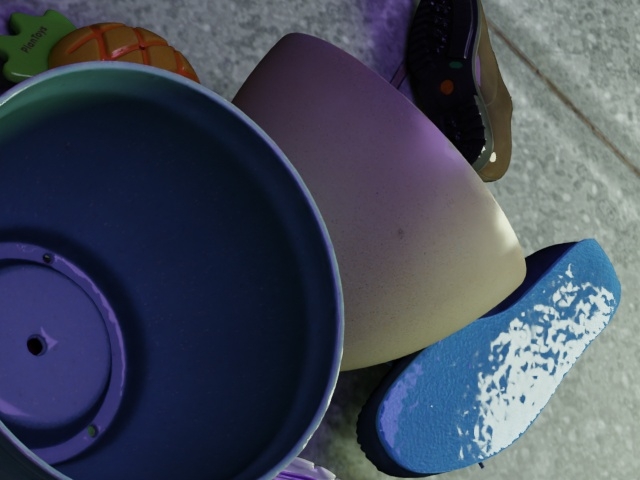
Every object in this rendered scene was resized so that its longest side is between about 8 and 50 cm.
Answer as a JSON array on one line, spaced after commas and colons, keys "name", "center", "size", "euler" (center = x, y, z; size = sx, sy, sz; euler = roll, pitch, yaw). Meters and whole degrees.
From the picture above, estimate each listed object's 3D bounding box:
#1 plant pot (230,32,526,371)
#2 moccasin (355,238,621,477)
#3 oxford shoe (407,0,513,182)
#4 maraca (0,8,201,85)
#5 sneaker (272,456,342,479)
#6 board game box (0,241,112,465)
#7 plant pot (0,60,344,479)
[{"name": "plant pot", "center": [0.000, 0.000, 1.342], "size": [0.191, 0.284, 0.284], "euler": [-45, 102, -12]}, {"name": "moccasin", "center": [0.146, 0.116, 1.483], "size": [0.342, 0.117, 0.137], "euler": [-29, 99, -40]}, {"name": "oxford shoe", "center": [0.143, -0.160, 1.623], "size": [0.096, 0.083, 0.227], "euler": [21, 60, -51]}, {"name": "maraca", "center": [-0.179, -0.133, 1.347], "size": [0.186, 0.099, 0.127], "euler": [26, 36, -3]}, {"name": "sneaker", "center": [-0.048, 0.206, 1.342], "size": [0.170, 0.068, 0.071], "euler": [22, 75, -19]}, {"name": "board game box", "center": [-0.239, 0.067, 1.220], "size": [0.303, 0.097, 0.224], "euler": [-35, 96, -41]}, {"name": "plant pot", "center": [-0.159, 0.052, 1.095], "size": [0.293, 0.196, 0.293], "euler": [14, 65, -33]}]
